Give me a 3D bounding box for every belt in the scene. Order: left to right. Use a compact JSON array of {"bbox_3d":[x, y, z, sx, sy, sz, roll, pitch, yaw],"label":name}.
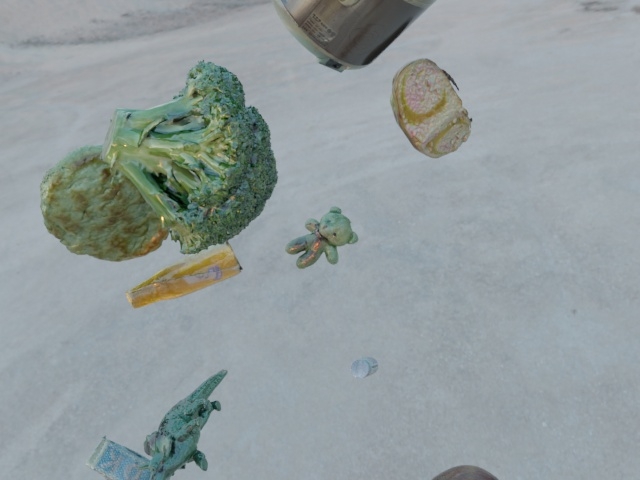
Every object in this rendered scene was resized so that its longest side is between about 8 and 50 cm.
[{"bbox_3d":[-0.405,0.494,1.184,0.163,0.148,0.082,29,62,3],"label":"belt"}]

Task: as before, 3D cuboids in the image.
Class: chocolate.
[{"bbox_3d":[-0.267,0.074,1.083,0.219,0.086,0.085,-25,27,-19],"label":"chocolate"}]

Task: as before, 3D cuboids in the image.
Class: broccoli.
[{"bbox_3d":[-0.179,-0.115,0.790,0.241,0.269,0.261,15,6,-23],"label":"broccoli"}]

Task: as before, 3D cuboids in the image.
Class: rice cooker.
[{"bbox_3d":[0.070,-0.493,1.025,0.277,0.288,0.288,-36,8,41],"label":"rice cooker"}]

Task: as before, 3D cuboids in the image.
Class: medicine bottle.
[{"bbox_3d":[0.119,0.339,1.487,0.051,0.051,0.191,-10,-13,12],"label":"medicine bottle"}]

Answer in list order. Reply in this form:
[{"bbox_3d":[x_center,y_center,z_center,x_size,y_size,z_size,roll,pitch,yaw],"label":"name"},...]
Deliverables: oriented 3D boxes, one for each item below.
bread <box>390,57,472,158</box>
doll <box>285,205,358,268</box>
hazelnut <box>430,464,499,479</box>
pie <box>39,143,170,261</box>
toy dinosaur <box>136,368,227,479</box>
[{"bbox_3d":[0.245,-0.302,1.313,0.158,0.261,0.156,-39,20,3],"label":"bread"},{"bbox_3d":[0.000,0.000,1.176,0.150,0.115,0.077,-37,-14,9],"label":"doll"},{"bbox_3d":[0.325,0.639,1.273,0.217,0.217,0.251,-2,36,27],"label":"hazelnut"},{"bbox_3d":[-0.390,-0.062,1.002,0.201,0.248,0.090,-22,45,-14],"label":"pie"},{"bbox_3d":[-0.219,0.317,0.985,0.120,0.079,0.292,-6,28,32],"label":"toy dinosaur"}]
